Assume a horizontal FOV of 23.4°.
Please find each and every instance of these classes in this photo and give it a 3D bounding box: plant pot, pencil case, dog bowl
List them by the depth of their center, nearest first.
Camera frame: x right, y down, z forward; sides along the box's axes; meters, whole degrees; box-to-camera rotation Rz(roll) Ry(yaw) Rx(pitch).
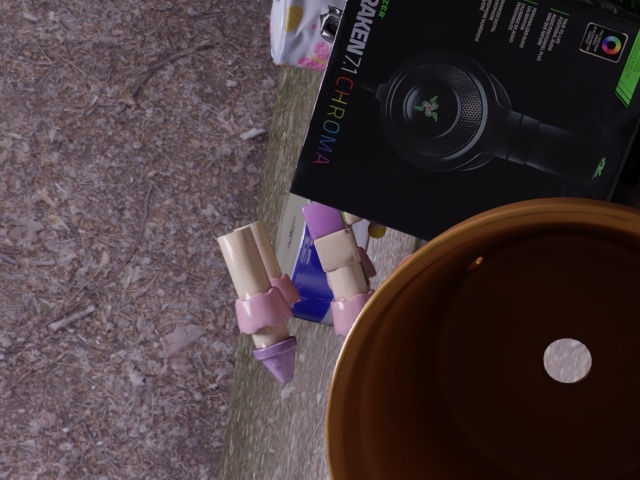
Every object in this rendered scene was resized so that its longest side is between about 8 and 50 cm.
[{"bbox_3d":[0.160,0.104,1.024,0.203,0.290,0.291,-49,-25,-76],"label":"plant pot"},{"bbox_3d":[0.069,-0.271,1.983,0.124,0.273,0.114,104,167,-56],"label":"pencil case"},{"bbox_3d":[0.000,0.000,2.507,0.265,0.104,0.265,-167,90,-81],"label":"dog bowl"}]

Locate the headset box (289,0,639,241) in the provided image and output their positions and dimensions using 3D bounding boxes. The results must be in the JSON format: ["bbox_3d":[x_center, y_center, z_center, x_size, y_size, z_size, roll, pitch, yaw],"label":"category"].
[{"bbox_3d":[0.148,-0.120,1.337,0.131,0.283,0.246,-61,-9,-65],"label":"headset box"}]

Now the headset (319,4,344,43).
[{"bbox_3d":[0.142,-0.355,1.815,0.243,0.185,0.394,95,-165,-57],"label":"headset"}]

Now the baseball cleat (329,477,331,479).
[{"bbox_3d":[0.057,0.266,1.944,0.206,0.072,0.109,139,149,-68],"label":"baseball cleat"}]

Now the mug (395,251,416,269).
[{"bbox_3d":[0.146,0.113,1.614,0.113,0.150,0.169,-24,49,31],"label":"mug"}]

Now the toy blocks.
[{"bbox_3d":[0.058,0.065,1.916,0.288,0.308,0.260,-46,-63,-87],"label":"toy blocks"}]
